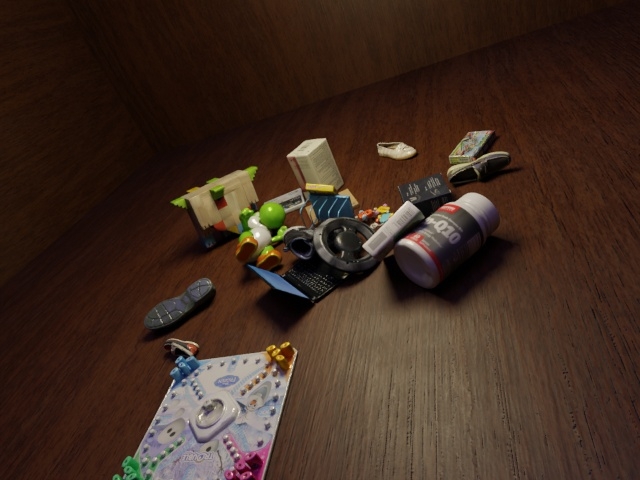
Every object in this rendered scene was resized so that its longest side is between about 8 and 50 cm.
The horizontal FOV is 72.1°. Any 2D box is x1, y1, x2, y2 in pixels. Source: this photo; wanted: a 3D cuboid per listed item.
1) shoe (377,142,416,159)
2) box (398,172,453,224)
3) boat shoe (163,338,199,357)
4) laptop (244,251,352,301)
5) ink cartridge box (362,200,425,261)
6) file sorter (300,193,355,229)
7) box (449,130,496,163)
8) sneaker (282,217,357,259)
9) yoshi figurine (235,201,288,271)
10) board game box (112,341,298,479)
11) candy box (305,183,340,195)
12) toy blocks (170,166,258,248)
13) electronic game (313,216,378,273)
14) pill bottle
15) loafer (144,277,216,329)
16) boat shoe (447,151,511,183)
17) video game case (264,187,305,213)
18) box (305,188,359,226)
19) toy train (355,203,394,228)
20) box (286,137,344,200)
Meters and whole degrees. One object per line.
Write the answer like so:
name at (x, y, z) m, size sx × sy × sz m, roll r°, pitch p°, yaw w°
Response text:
shoe at (0.340, -0.410, 1.997) m, size 0.077 × 0.058 × 0.219 m, roll -40°, pitch 33°, yaw -25°
box at (0.364, -0.141, 1.520) m, size 0.159 × 0.093 × 0.156 m, roll -17°, pitch 31°, yaw 11°
boat shoe at (-0.444, 0.342, 1.383) m, size 0.137 × 0.049 × 0.043 m, roll -1°, pitch 39°, yaw 27°
laptop at (-0.068, 0.088, 1.424) m, size 0.264 × 0.136 × 0.234 m, roll -35°, pitch 32°, yaw -18°
ink cartridge box at (0.231, -0.011, 1.293) m, size 0.181 × 0.225 × 0.056 m, roll -46°, pitch 65°, yaw 8°
file sorter at (0.027, -0.094, 1.645) m, size 0.171 × 0.118 × 0.104 m, roll 6°, pitch 45°, yaw 29°
box at (0.613, -0.376, 1.770) m, size 0.114 × 0.036 × 0.207 m, roll 6°, pitch 41°, yaw 41°
sneaker at (0.000, 0.000, 1.504) m, size 0.269 × 0.101 × 0.153 m, roll -9°, pitch 20°, yaw 4°
yoshi figurine at (-0.216, -0.043, 1.706) m, size 0.203 × 0.203 × 0.362 m, roll -7°, pitch 28°, yaw -1°
board game box at (-0.278, 0.434, 1.111) m, size 0.390 × 0.050 × 0.389 m, roll -12°, pitch 32°, yaw 20°
candy box at (0.014, -0.184, 1.710) m, size 0.105 × 0.027 × 0.206 m, roll 4°, pitch -5°, yaw 11°
toy blocks at (-0.411, -0.128, 1.916) m, size 0.382 × 0.260 × 0.191 m, roll -33°, pitch 28°, yaw -28°
electronic game at (0.090, 0.011, 1.426) m, size 0.230 × 0.048 × 0.229 m, roll 7°, pitch 49°, yaw -8°
pill bottle at (0.359, -0.007, 1.241) m, size 0.283 × 0.161 × 0.161 m, roll -36°, pitch 32°, yaw -19°
loafer at (-0.488, 0.240, 1.564) m, size 0.268 × 0.084 × 0.096 m, roll -34°, pitch 62°, yaw -9°
boat shoe at (0.564, -0.248, 1.569) m, size 0.224 × 0.080 × 0.073 m, roll -14°, pitch 37°, yaw 28°
video game case at (-0.166, -0.164, 2.010) m, size 0.191 × 0.022 × 0.173 m, roll -21°, pitch 30°, yaw 3°
box at (0.045, -0.138, 1.814) m, size 0.201 × 0.021 × 0.164 m, roll -25°, pitch 30°, yaw 0°
toy train at (0.202, -0.075, 1.583) m, size 0.125 × 0.046 × 0.166 m, roll -27°, pitch 27°, yaw -1°
box at (-0.020, -0.305, 1.914) m, size 0.127 × 0.232 × 0.148 m, roll 6°, pitch 41°, yaw 41°
